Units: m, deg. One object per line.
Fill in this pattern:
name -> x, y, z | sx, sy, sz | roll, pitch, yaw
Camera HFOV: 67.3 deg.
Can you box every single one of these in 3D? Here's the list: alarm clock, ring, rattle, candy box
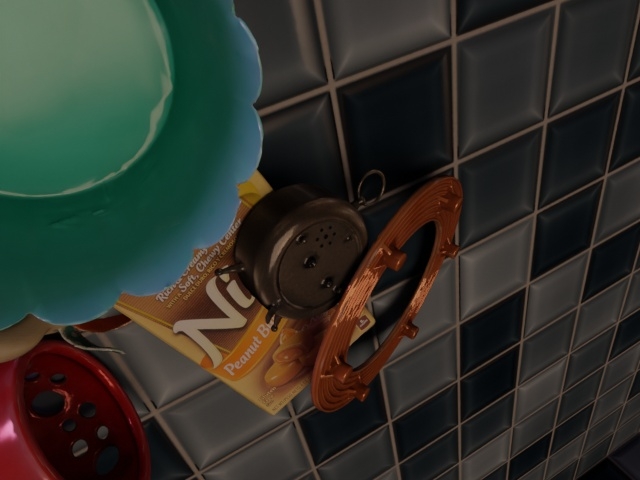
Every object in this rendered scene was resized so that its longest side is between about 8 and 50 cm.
alarm clock -> 0.000, 0.000, 0.475 | 0.192, 0.064, 0.129 | -46, 132, -12
ring -> 0.102, 0.077, 0.613 | 0.336, 0.032, 0.336 | -44, 150, -34
rattle -> -0.292, 0.083, 0.430 | 0.142, 0.130, 0.200 | -49, 142, 5
candy box -> -0.084, 0.054, 0.545 | 0.183, 0.087, 0.316 | -42, 132, -5

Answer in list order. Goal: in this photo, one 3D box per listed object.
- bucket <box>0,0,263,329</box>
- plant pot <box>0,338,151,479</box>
bucket -> -0.194, -0.096, 0.322 | 0.281, 0.183, 0.281 | -15, 126, -22
plant pot -> -0.290, 0.221, 0.461 | 0.174, 0.191, 0.191 | -35, 131, -4
